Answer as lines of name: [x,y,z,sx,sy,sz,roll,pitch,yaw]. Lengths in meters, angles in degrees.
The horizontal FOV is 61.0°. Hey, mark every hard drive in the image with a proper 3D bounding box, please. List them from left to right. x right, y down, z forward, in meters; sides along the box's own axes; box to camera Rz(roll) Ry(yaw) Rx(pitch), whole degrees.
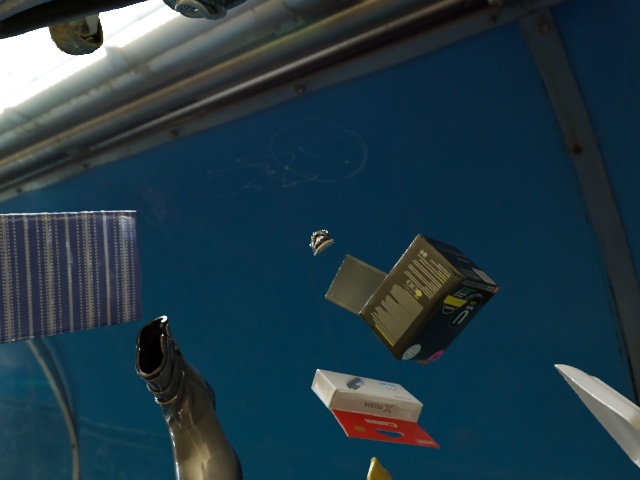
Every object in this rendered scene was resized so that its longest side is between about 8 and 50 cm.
hard drive: [0.089,0.097,1.015,0.135,0.022,0.094,27,-92,6]

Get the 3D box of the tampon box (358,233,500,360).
tampon box: [0.164,0.092,0.825,0.161,0.120,0.101,-55,-129,18]

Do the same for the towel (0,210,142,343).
towel: [-0.528,0.067,1.075,0.040,0.335,0.244,3,-84,54]

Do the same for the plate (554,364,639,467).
plate: [0.577,0.359,0.981,0.045,0.277,0.278,-39,-174,4]

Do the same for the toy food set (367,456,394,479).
toy food set: [0.105,0.353,0.601,0.071,0.128,0.218,-37,-107,-11]

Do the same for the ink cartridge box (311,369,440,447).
ink cartridge box: [0.155,0.458,1.494,0.261,0.296,0.066,29,-79,65]

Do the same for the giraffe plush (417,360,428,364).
giraffe plush: [0.274,0.210,1.466,0.170,0.181,0.210,-41,-172,0]

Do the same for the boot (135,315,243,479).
boot: [-0.254,0.302,0.963,0.118,0.223,0.338,-28,-145,-12]

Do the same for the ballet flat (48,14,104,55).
ballet flat: [-0.497,-0.534,1.047,0.123,0.349,0.123,-2,-146,1]

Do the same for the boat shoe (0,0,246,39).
boat shoe: [-0.147,-0.213,0.432,0.320,0.103,0.118,2,-163,6]

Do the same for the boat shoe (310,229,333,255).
boat shoe: [0.000,0.000,1.021,0.046,0.038,0.125,-37,178,8]
